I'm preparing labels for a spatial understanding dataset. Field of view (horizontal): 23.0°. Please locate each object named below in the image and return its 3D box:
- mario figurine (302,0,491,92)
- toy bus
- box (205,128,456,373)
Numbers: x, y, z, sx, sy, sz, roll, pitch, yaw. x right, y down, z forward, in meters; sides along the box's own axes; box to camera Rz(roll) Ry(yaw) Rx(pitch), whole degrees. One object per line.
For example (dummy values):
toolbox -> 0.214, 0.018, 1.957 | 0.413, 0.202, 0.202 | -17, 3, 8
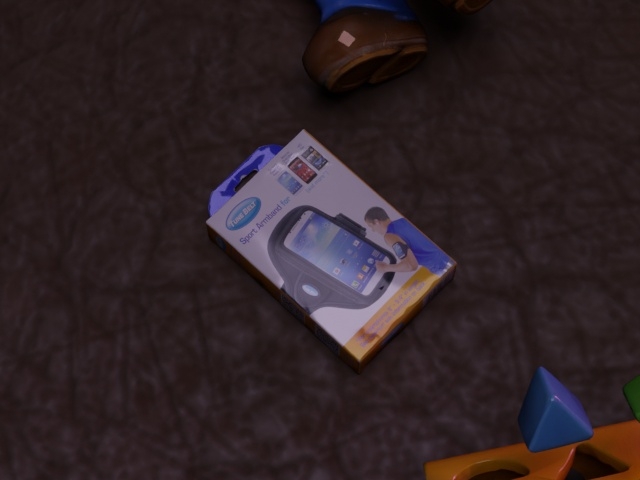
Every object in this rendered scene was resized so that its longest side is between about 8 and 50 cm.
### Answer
mario figurine -> -0.039, -0.245, 0.908 | 0.198, 0.170, 0.320 | -31, 74, -9
toy bus -> 0.149, 0.141, 0.784 | 0.202, 0.104, 0.191 | 30, 110, -16
box -> 0.000, 0.000, 0.888 | 0.136, 0.028, 0.081 | 42, 75, 12
